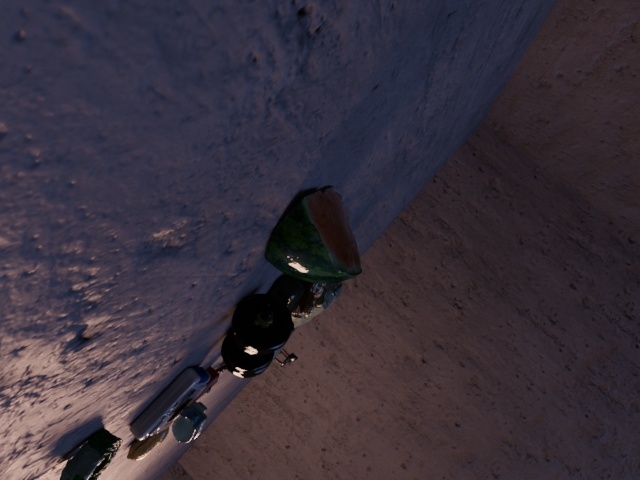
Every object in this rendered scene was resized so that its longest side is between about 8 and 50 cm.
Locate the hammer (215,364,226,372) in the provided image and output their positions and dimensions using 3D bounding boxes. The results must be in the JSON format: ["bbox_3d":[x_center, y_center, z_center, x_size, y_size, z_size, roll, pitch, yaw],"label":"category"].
[{"bbox_3d":[-0.432,0.541,1.733,0.065,0.021,0.178,-47,165,2],"label":"hammer"}]

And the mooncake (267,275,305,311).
[{"bbox_3d":[-0.136,0.205,1.473,0.168,0.104,0.175,-35,161,-33],"label":"mooncake"}]

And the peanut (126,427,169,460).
[{"bbox_3d":[-0.618,0.722,1.497,0.174,0.080,0.080,-42,169,-11],"label":"peanut"}]

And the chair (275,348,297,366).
[{"bbox_3d":[-0.228,0.566,2.129,0.095,0.222,0.104,-48,171,-24],"label":"chair"}]

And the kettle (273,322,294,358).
[{"bbox_3d":[-0.235,0.385,1.643,0.236,0.161,0.221,-49,139,4],"label":"kettle"}]

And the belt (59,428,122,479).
[{"bbox_3d":[-0.563,0.532,1.007,0.121,0.079,0.151,-62,177,19],"label":"belt"}]

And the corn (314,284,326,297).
[{"bbox_3d":[0.012,0.114,1.705,0.253,0.086,0.086,-66,167,10],"label":"corn"}]

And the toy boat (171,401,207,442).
[{"bbox_3d":[-0.412,0.585,1.348,0.102,0.088,0.215,-37,163,-51],"label":"toy boat"}]

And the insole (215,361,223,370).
[{"bbox_3d":[-0.412,0.522,1.795,0.232,0.003,0.080,-50,170,11],"label":"insole"}]

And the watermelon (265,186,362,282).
[{"bbox_3d":[0.010,0.031,1.101,0.319,0.222,0.292,-53,173,30],"label":"watermelon"}]

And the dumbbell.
[{"bbox_3d":[-0.210,0.310,1.325,0.185,0.185,0.388,-40,167,-37],"label":"dumbbell"}]

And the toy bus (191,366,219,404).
[{"bbox_3d":[-0.461,0.551,1.542,0.192,0.065,0.077,-34,152,-56],"label":"toy bus"}]

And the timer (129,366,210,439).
[{"bbox_3d":[-0.472,0.525,1.340,0.253,0.078,0.178,-46,169,-10],"label":"timer"}]

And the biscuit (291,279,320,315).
[{"bbox_3d":[-0.063,0.197,1.608,0.196,0.049,0.301,-68,-165,-14],"label":"biscuit"}]

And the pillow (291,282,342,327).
[{"bbox_3d":[-0.046,0.280,1.880,0.283,0.138,0.310,-27,-177,28],"label":"pillow"}]
